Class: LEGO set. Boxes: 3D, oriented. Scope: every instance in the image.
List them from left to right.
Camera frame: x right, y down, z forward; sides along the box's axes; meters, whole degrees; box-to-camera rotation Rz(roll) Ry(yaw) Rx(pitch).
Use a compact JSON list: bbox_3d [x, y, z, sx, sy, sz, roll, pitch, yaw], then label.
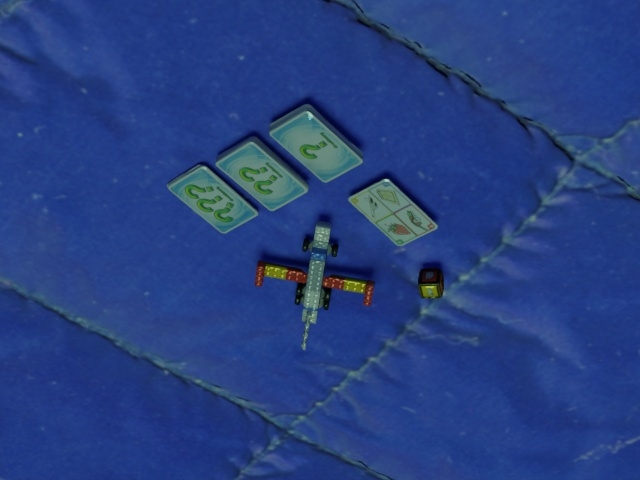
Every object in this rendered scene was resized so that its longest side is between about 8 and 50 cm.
[{"bbox_3d":[0.000,0.000,1.788,0.182,0.060,0.244,-27,125,34],"label":"LEGO set"}]
